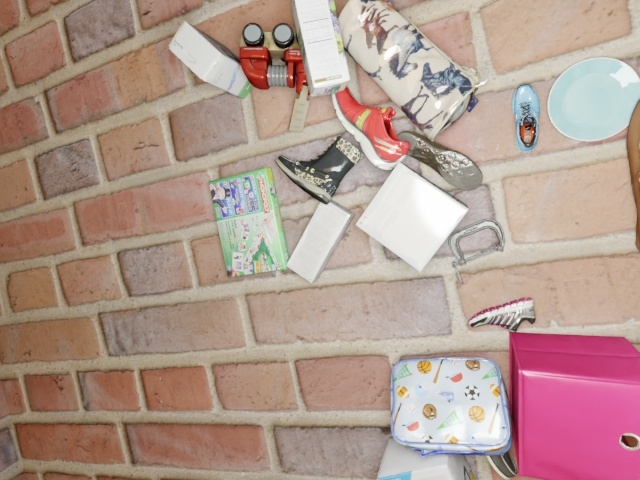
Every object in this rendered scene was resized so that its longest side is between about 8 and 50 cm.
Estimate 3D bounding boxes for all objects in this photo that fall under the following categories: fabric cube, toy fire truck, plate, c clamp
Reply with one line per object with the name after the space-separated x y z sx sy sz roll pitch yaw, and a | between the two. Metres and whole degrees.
0.584 0.373 0.925 0.259 0.259 0.253 0 98 20 | fabric cube
-0.107 -0.444 1.123 0.217 0.158 0.246 1 91 1 | toy fire truck
0.634 -0.326 0.939 0.188 0.024 0.187 2 97 19 | plate
0.415 0.022 1.070 0.161 0.022 0.137 -31 81 22 | c clamp

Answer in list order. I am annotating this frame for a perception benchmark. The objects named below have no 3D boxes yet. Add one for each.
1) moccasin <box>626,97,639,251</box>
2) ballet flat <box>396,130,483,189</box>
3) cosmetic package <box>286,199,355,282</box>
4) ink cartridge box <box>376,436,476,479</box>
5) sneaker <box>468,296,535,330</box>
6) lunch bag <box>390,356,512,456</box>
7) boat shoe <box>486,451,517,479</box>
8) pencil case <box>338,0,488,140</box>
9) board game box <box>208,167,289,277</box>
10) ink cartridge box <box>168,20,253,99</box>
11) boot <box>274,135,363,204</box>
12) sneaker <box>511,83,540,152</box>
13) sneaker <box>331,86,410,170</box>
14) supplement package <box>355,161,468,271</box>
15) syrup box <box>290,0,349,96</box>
0.740 -0.140 0.857 0.139 0.147 0.379 2 98 16 | moccasin
0.311 -0.215 1.060 0.250 0.058 0.084 31 119 10 | ballet flat
0.000 0.000 1.194 0.099 0.060 0.238 35 107 17 | cosmetic package
0.313 0.694 1.099 0.198 0.197 0.269 -25 88 21 | ink cartridge box
0.475 0.207 1.046 0.171 0.063 0.074 -22 83 16 | sneaker
0.326 0.434 1.049 0.304 0.115 0.242 -10 54 23 | lunch bag
0.465 0.529 1.084 0.069 0.081 0.227 -36 82 25 | boat shoe
0.210 -0.454 1.003 0.183 0.160 0.410 -44 82 22 | pencil case
-0.225 -0.051 1.278 0.214 0.046 0.316 -9 94 20 | board game box
-0.298 -0.507 1.154 0.154 0.212 0.093 44 109 10 | ink cartridge box
-0.006 -0.226 1.160 0.178 0.085 0.236 -50 57 -1 | boot
0.499 -0.294 0.966 0.064 0.073 0.161 -6 95 21 | sneaker
0.138 -0.315 1.059 0.118 0.107 0.278 -43 73 31 | sneaker
0.241 -0.065 1.049 0.203 0.149 0.194 37 108 12 | supplement package
-0.002 -0.491 0.997 0.097 0.093 0.236 -14 97 -4 | syrup box
